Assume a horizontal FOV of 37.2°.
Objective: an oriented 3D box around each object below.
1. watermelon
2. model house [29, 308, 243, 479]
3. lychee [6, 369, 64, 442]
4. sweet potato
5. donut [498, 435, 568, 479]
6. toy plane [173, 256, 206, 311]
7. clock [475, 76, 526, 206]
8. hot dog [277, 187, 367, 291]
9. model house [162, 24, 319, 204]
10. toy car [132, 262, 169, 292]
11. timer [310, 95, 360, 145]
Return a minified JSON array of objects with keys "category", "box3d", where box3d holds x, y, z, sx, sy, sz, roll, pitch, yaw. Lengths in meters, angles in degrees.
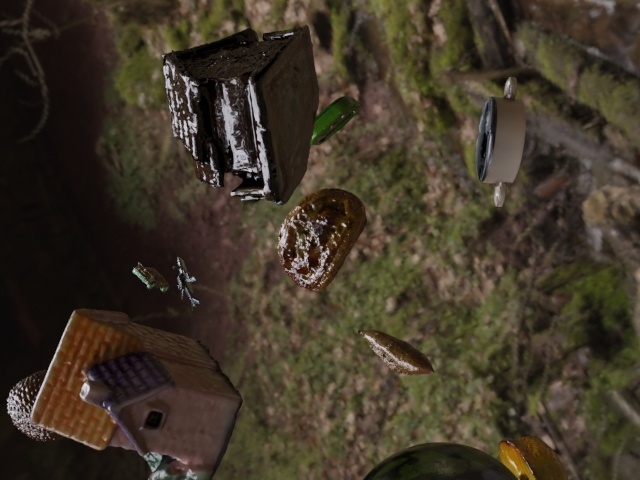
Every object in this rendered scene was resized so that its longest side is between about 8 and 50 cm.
[{"category":"watermelon","box3d":[0.167,0.422,1.299,0.285,0.285,0.285,156,90,-81]},{"category":"model house","box3d":[-0.282,0.243,1.403,0.237,0.202,0.237,22,-170,-32]},{"category":"lychee","box3d":[-0.671,0.409,2.349,0.194,0.194,0.194,156,90,-81]},{"category":"sweet potato","box3d":[0.151,0.231,1.971,0.206,0.068,0.060,32,-175,39]},{"category":"donut","box3d":[0.400,0.436,1.730,0.190,0.075,0.174,169,84,-80]},{"category":"toy plane","box3d":[-0.197,0.063,1.396,0.084,0.024,0.078,61,147,12]},{"category":"clock","box3d":[0.311,-0.174,1.663,0.155,0.063,0.229,143,135,-87]},{"category":"hot dog","box3d":[0.000,-0.001,1.949,0.160,0.227,0.099,34,-162,29]},{"category":"model house","box3d":[-0.169,-0.246,1.886,0.297,0.282,0.317,-40,-55,-58]},{"category":"toy car","box3d":[-0.375,0.084,2.129,0.059,0.035,0.122,41,-175,19]},{"category":"timer","box3d":[0.023,-0.270,2.138,0.047,0.140,0.128,50,-166,5]}]
